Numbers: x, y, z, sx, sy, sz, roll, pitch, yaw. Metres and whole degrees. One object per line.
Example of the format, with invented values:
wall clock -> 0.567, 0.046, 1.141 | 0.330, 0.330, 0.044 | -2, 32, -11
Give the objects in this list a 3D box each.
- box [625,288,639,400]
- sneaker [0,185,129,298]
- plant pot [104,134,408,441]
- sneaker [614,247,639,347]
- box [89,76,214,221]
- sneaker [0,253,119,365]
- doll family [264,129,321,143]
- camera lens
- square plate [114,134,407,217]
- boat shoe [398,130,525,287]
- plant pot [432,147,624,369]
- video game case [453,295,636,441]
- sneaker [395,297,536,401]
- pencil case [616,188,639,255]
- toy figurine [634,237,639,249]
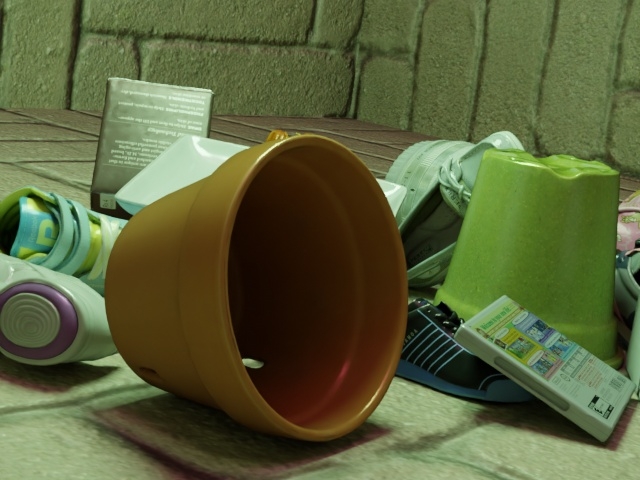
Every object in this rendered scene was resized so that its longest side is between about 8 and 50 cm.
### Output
box -> 0.455, 0.100, 1.535 | 0.119, 0.181, 0.182 | 9, 11, 5
sneaker -> -0.248, 0.016, 1.478 | 0.318, 0.127, 0.208 | 2, -15, 15
plant pot -> -0.075, 0.049, 1.246 | 0.203, 0.291, 0.290 | -4, 2, 37
sneaker -> 0.430, 0.052, 1.776 | 0.112, 0.131, 0.319 | -5, 27, -31
box -> -0.261, -0.117, 1.943 | 0.167, 0.203, 0.168 | 7, -24, -7
sneaker -> -0.345, 0.074, 1.373 | 0.305, 0.114, 0.152 | 19, 1, 28
doll family -> -0.045, -0.128, 2.395 | 0.118, 0.163, 0.263 | -3, 15, -43
camera lens -> 0.257, -0.039, 2.008 | 0.219, 0.220, 0.274 | -2, 15, -43
square plate -> -0.068, -0.051, 1.707 | 0.347, 0.049, 0.344 | 14, 19, 5
boat shoe -> 0.188, -0.034, 1.833 | 0.103, 0.320, 0.118 | -12, 63, -42
plant pot -> 0.286, 0.015, 1.662 | 0.276, 0.254, 0.276 | 8, 11, -2
video game case -> 0.260, 0.140, 1.427 | 0.193, 0.023, 0.212 | 35, 18, 14
sneaker -> 0.146, 0.120, 1.452 | 0.232, 0.091, 0.081 | 14, 11, 27
pencil case -> 0.586, -0.007, 2.253 | 0.160, 0.167, 0.386 | 55, 22, 6
toy figurine -> 0.568, 0.081, 1.846 | 0.213, 0.148, 0.209 | 0, 7, -26
